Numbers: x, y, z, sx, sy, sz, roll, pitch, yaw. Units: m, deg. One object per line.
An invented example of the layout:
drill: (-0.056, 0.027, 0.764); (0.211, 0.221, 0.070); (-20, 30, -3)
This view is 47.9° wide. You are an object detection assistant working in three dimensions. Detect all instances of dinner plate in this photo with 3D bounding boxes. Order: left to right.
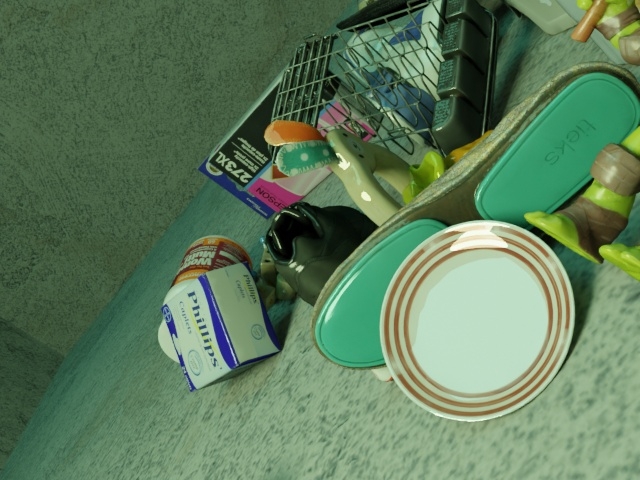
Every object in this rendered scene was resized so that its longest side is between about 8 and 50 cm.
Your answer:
dinner plate: (0.106, 0.054, 0.497); (0.141, 0.017, 0.141); (-15, 62, 32)

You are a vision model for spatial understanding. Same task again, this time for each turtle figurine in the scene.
turtle figurine: (0.216, -0.084, 0.426); (0.269, 0.087, 0.217); (37, 97, 47)

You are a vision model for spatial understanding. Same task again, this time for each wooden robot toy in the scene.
wooden robot toy: (-0.059, 0.060, 1.020); (0.173, 0.076, 0.079); (-79, -5, -58)

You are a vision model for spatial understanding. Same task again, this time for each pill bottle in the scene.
pill bottle: (-0.183, 0.093, 1.153); (0.121, 0.121, 0.221); (-46, 17, 24)

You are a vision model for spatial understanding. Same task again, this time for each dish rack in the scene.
dish rack: (0.063, -0.172, 0.839); (0.272, 0.074, 0.208); (-7, 60, 35)

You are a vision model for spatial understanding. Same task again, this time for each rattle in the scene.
rattle: (0.068, -0.088, 0.674); (0.143, 0.200, 0.130); (-38, 22, 43)

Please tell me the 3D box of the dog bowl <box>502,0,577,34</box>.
dog bowl: (0.322, -0.396, 0.804); (0.348, 0.102, 0.348); (-48, 16, 19)

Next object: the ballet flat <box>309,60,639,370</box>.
ballet flat: (0.122, -0.013, 0.580); (0.316, 0.107, 0.106); (-41, 6, 16)

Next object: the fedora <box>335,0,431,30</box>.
fedora: (0.148, -0.441, 1.098); (0.334, 0.152, 0.334); (-20, 11, 4)

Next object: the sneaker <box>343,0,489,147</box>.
sneaker: (0.148, -0.256, 0.991); (0.182, 0.127, 0.315); (-45, 24, 15)

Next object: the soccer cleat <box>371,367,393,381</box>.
soccer cleat: (0.064, 0.082, 0.621); (0.029, 0.036, 0.083); (-30, 28, 55)

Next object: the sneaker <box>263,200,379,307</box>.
sneaker: (0.000, 0.000, 0.816); (0.109, 0.130, 0.286); (-53, 14, 7)

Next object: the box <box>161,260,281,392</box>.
box: (-0.132, 0.113, 0.933); (0.072, 0.126, 0.137); (-12, -17, -41)

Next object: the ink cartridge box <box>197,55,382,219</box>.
ink cartridge box: (-0.073, -0.160, 1.285); (0.371, 0.176, 0.069); (-38, 22, 44)

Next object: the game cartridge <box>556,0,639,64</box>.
game cartridge: (0.244, -0.226, 0.477); (0.062, 0.198, 0.297); (-56, 15, -10)
